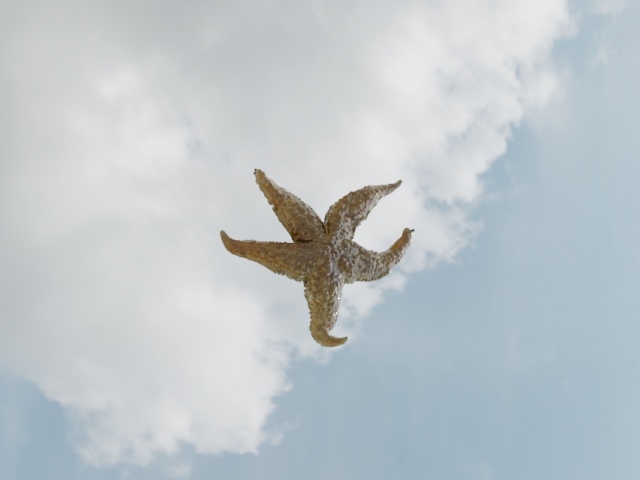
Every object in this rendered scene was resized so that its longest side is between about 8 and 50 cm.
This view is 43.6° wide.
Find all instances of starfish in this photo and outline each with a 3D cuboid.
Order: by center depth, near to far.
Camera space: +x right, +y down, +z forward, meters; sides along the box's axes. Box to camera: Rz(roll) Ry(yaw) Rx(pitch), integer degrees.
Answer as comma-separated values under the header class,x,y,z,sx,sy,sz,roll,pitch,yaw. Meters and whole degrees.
class,x,y,z,sx,sy,sz,roll,pitch,yaw
starfish,0.001,0.000,1.232,0.302,0.060,0.299,25,-101,-20
